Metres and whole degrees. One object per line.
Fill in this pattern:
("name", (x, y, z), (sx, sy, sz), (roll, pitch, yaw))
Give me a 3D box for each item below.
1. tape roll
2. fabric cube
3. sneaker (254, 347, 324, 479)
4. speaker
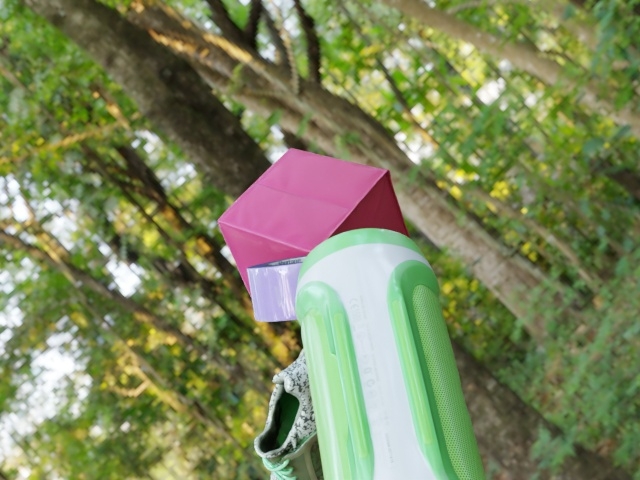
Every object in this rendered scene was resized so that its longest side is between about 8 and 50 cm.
("tape roll", (-0.010, 0.064, 1.600), (0.189, 0.080, 0.189), (-9, 3, 0))
("fabric cube", (0.000, 0.000, 2.177), (0.259, 0.258, 0.254), (-48, -45, -30))
("sneaker", (-0.056, 0.349, 1.857), (0.182, 0.158, 0.410), (-15, -56, -43))
("speaker", (0.055, 0.135, 0.840), (0.131, 0.296, 0.131), (-6, -39, -5))
